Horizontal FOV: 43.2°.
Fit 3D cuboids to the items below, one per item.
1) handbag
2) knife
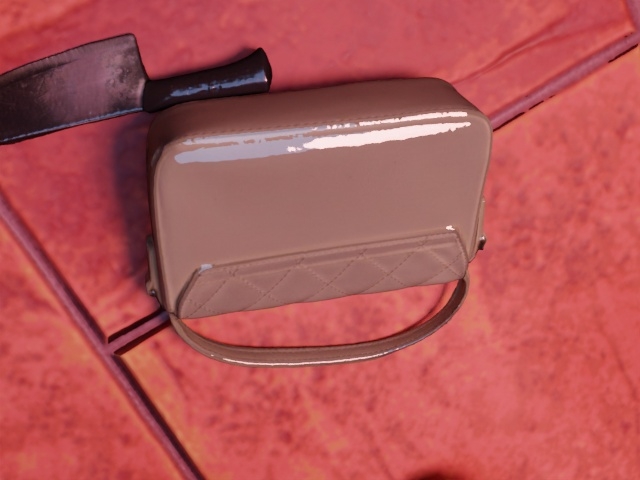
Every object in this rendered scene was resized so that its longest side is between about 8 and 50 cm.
[{"bbox_3d":[0.000,0.000,0.590,0.256,0.079,0.219,-7,121,-12],"label":"handbag"},{"bbox_3d":[-0.148,-0.106,0.550,0.230,0.028,0.060,-14,95,-7],"label":"knife"}]
